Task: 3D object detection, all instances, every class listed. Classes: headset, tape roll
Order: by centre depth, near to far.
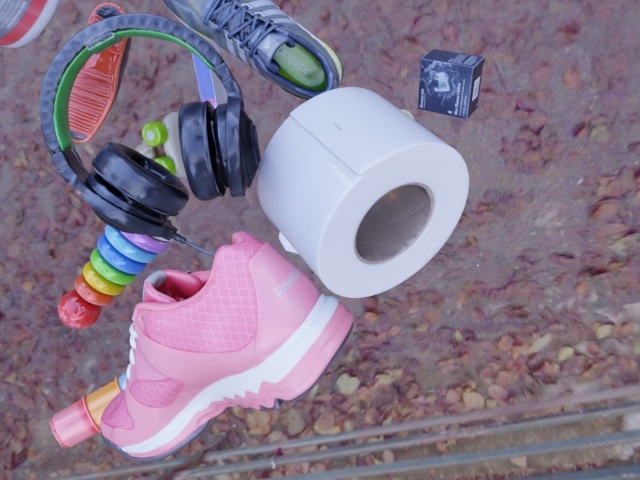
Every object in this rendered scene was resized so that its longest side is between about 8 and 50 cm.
[{"bbox_3d":[-0.184,-0.090,0.751,0.243,0.185,0.394,-27,99,1],"label":"headset"},{"bbox_3d":[0.057,-0.066,0.789,0.246,0.246,0.169,-49,49,8],"label":"tape roll"}]

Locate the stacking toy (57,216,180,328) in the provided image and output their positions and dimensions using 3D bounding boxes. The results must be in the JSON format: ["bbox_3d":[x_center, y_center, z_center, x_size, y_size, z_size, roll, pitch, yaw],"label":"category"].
[{"bbox_3d":[-0.454,0.059,1.227,0.141,0.141,0.330,43,99,13],"label":"stacking toy"}]

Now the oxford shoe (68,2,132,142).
[{"bbox_3d":[-0.427,-0.319,1.123,0.096,0.098,0.271,22,94,-2],"label":"oxford shoe"}]

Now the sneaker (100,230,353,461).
[{"bbox_3d":[-0.117,0.090,0.506,0.314,0.116,0.136,-33,101,34],"label":"sneaker"}]

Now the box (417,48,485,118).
[{"bbox_3d":[0.371,-0.449,1.629,0.158,0.093,0.156,19,133,27],"label":"box"}]

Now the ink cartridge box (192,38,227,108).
[{"bbox_3d":[-0.358,-0.533,1.819,0.071,0.330,0.324,-10,92,1],"label":"ink cartridge box"}]

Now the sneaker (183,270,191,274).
[{"bbox_3d":[-0.424,0.118,1.755,0.037,0.083,0.032,-20,114,15],"label":"sneaker"}]

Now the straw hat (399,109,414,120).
[{"bbox_3d":[0.199,-0.292,1.415,0.061,0.144,0.145,-29,79,40],"label":"straw hat"}]

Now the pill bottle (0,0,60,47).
[{"bbox_3d":[-0.529,-0.405,0.705,0.210,0.363,0.210,-6,80,34],"label":"pill bottle"}]

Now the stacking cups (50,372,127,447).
[{"bbox_3d":[-0.314,0.265,1.012,0.316,0.096,0.096,-30,79,-15],"label":"stacking cups"}]

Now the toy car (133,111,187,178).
[{"bbox_3d":[-0.381,-0.211,1.302,0.188,0.155,0.149,0,110,26],"label":"toy car"}]

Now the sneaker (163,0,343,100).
[{"bbox_3d":[-0.088,-0.294,0.797,0.300,0.121,0.111,27,106,-18],"label":"sneaker"}]

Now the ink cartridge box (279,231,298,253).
[{"bbox_3d":[0.008,-0.030,1.696,0.217,0.092,0.159,16,112,-26],"label":"ink cartridge box"}]
